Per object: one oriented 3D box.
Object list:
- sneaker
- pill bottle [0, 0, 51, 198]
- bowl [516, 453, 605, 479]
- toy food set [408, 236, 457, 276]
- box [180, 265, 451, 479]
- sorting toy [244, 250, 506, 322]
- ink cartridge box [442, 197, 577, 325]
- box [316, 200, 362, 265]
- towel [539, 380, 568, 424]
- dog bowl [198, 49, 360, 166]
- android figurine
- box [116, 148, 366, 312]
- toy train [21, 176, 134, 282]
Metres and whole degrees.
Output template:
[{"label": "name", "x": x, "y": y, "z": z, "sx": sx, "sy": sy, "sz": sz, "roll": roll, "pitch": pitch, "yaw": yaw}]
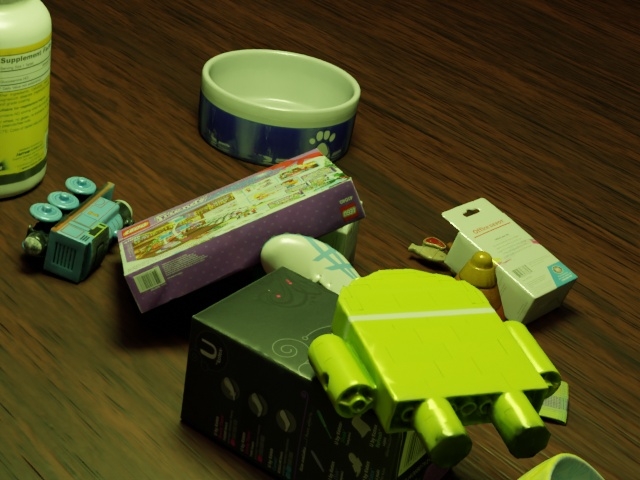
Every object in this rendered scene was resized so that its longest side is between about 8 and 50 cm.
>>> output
[{"label": "sneaker", "x": 0.024, "y": 0.083, "z": 1.385, "sx": 0.237, "sy": 0.085, "sz": 0.086, "roll": 45, "pitch": 12, "yaw": -9}, {"label": "pill bottle", "x": -0.473, "y": -0.241, "z": 1.650, "sx": 0.187, "sy": 0.334, "sz": 0.188, "roll": 7, "pitch": 29, "yaw": -4}, {"label": "bowl", "x": 0.189, "y": 0.337, "z": 0.966, "sx": 0.156, "sy": 0.289, "sz": 0.289, "roll": -29, "pitch": 19, "yaw": 22}, {"label": "toy food set", "x": 0.192, "y": 0.027, "z": 1.695, "sx": 0.122, "sy": 0.019, "sz": 0.078, "roll": 24, "pitch": 32, "yaw": 24}, {"label": "box", "x": 0.006, "y": 0.162, "z": 1.269, "sx": 0.270, "sy": 0.143, "sz": 0.165, "roll": 25, "pitch": 32, "yaw": 27}, {"label": "sorting toy", "x": 0.075, "y": 0.062, "z": 1.490, "sx": 0.365, "sy": 0.126, "sz": 0.127, "roll": 4, "pitch": 29, "yaw": -12}, {"label": "ink cartridge box", "x": 0.247, "y": 0.028, "z": 1.628, "sx": 0.104, "sy": 0.062, "sz": 0.181, "roll": -20, "pitch": 54, "yaw": -42}, {"label": "box", "x": 0.000, "y": 0.000, "z": 1.601, "sx": 0.087, "sy": 0.102, "sz": 0.101, "roll": 13, "pitch": 30, "yaw": 10}, {"label": "towel", "x": 0.271, "y": 0.191, "z": 1.436, "sx": 0.060, "sy": 0.009, "sz": 0.083, "roll": 13, "pitch": 30, "yaw": 4}, {"label": "dog bowl", "x": -0.071, "y": -0.224, "z": 1.979, "sx": 0.264, "sy": 0.104, "sz": 0.265, "roll": 8, "pitch": 28, "yaw": -4}, {"label": "android figurine", "x": 0.111, "y": 0.115, "z": 1.177, "sx": 0.248, "sy": 0.056, "sz": 0.273, "roll": -3, "pitch": 34, "yaw": -23}, {"label": "box", "x": -0.106, "y": -0.019, "z": 1.483, "sx": 0.293, "sy": 0.057, "sz": 0.201, "roll": -23, "pitch": 19, "yaw": -5}, {"label": "toy train", "x": -0.318, "y": -0.019, "z": 1.571, "sx": 0.105, "sy": 0.080, "sz": 0.184, "roll": 24, "pitch": 28, "yaw": 7}]
